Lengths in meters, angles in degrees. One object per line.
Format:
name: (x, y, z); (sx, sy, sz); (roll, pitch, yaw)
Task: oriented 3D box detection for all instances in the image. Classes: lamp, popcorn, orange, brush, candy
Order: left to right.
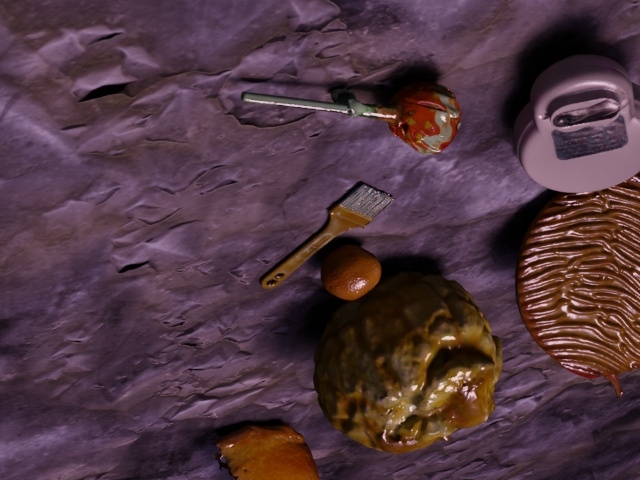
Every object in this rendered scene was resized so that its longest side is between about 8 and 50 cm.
brush: (0.000, 0.000, 1.832); (0.218, 0.010, 0.082); (-39, 148, 23)
orange: (0.041, 0.042, 1.865); (0.085, 0.085, 0.085); (-19, 150, -11)
candy: (0.036, -0.145, 1.572); (0.287, 0.078, 0.084); (2, 112, -32)
popcorn: (0.119, 0.179, 1.983); (0.282, 0.247, 0.282); (-16, 160, -6)
lamp: (0.325, -0.153, 1.732); (0.179, 0.108, 0.246); (-14, 149, 8)

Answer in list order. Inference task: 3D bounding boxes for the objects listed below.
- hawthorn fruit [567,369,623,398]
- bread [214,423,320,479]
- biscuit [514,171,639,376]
hawthorn fruit: (0.431, 0.134, 2.152); (0.196, 0.225, 0.196); (-11, 167, -3)
bread: (-0.071, 0.373, 2.261); (0.134, 0.129, 0.260); (-32, 152, -2)
biscuit: (0.429, 0.046, 2.012); (0.318, 0.040, 0.318); (-4, 107, -13)
